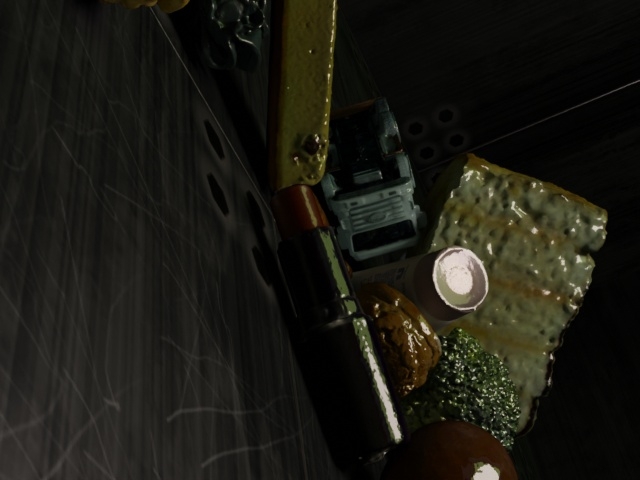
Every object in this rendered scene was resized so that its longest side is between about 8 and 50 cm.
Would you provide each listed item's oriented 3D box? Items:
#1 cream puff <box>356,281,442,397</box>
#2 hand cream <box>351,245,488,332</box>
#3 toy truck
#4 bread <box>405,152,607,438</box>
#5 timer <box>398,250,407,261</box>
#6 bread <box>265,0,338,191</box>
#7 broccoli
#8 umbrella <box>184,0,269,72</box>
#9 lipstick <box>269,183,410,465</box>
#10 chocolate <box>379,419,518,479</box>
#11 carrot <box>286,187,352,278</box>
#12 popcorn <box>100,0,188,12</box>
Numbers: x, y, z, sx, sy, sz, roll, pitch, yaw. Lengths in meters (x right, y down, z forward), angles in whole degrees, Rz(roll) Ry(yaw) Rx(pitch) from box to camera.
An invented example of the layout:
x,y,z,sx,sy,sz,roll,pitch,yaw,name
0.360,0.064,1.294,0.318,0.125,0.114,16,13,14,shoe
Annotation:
x,y,z,sx,sy,sz,roll,pitch,yaw,name
0.071,0.118,1.404,0.144,0.103,0.126,31,-28,56,cream puff
0.106,0.080,1.508,0.248,0.083,0.133,-26,-98,57,hand cream
0.069,-0.088,1.812,0.305,0.136,0.162,-101,174,-60,toy truck
0.236,0.089,1.792,0.264,0.239,0.395,-134,-118,-86,bread
0.201,0.083,2.250,0.136,0.099,0.136,50,18,-22,timer
-0.020,-0.244,1.408,0.138,0.077,0.361,-103,-164,-78,bread
0.168,0.223,1.544,0.176,0.198,0.226,34,-18,-6,broccoli
-0.106,-0.307,1.416,0.094,0.143,0.349,17,20,-16,umbrella
0.012,0.083,1.249,0.081,0.081,0.299,33,36,-74,lipstick
0.132,0.272,1.247,0.177,0.177,0.177,-22,90,-81,chocolate
0.000,0.000,1.483,0.191,0.047,0.047,60,12,-46,carrot
-0.157,-0.285,1.003,0.140,0.163,0.194,25,73,-49,popcorn
